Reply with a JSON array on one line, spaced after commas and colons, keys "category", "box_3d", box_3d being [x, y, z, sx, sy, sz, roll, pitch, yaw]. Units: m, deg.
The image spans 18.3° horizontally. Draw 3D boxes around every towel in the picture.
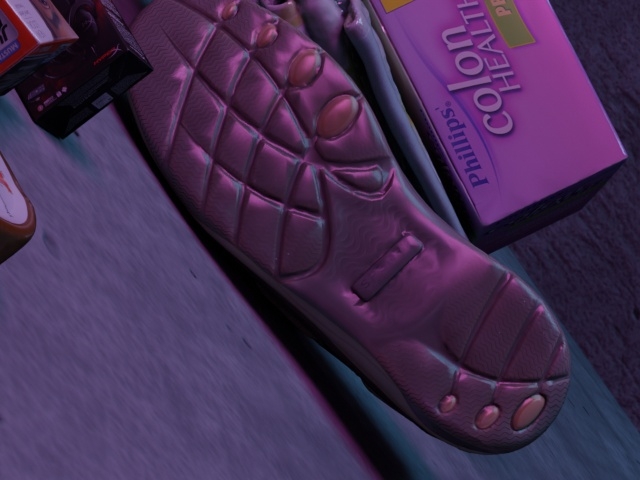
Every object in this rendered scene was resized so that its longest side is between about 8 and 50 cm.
[{"category": "towel", "box_3d": [0.014, -0.100, 1.463, 0.320, 0.090, 0.374, -114, -179, -53]}]

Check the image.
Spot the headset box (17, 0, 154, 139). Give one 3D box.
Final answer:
[{"category": "headset box", "box_3d": [-0.134, -0.105, 1.031, 0.083, 0.062, 0.032, 59, 9, 26]}]

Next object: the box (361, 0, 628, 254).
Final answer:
[{"category": "box", "box_3d": [0.117, -0.111, 1.494, 0.243, 0.117, 0.213, 84, -19, -82]}]

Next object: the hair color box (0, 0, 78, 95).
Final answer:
[{"category": "hair color box", "box_3d": [-0.190, -0.145, 0.925, 0.167, 0.053, 0.093, 54, 7, -4]}]

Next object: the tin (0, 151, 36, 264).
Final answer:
[{"category": "tin", "box_3d": [-0.166, -0.043, 0.713, 0.106, 0.040, 0.190, 62, 11, 23]}]

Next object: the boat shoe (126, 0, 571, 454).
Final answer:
[{"category": "boat shoe", "box_3d": [0.000, 0.000, 1.227, 0.355, 0.132, 0.130, 50, -17, 7]}]
